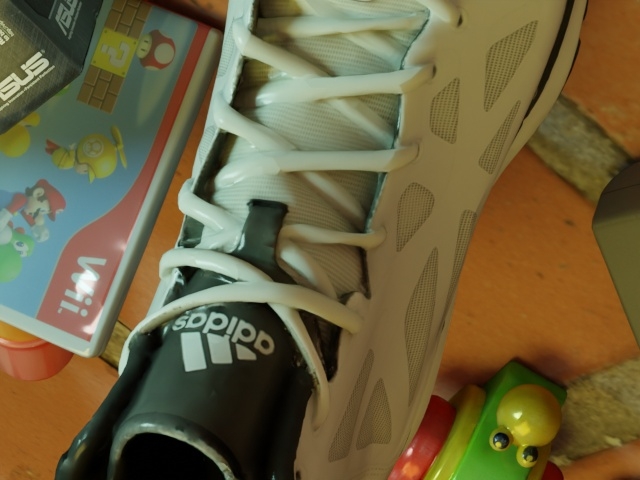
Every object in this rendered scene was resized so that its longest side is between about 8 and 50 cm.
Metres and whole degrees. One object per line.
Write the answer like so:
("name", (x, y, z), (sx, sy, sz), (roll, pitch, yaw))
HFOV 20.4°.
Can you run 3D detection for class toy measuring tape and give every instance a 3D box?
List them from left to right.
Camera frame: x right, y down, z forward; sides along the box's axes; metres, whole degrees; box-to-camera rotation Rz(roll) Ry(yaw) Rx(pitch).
("toy measuring tape", (0.078, 0.185, 1.225), (0.121, 0.121, 0.330), (31, 147, -4))

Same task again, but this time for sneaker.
("sneaker", (0.010, -0.020, 0.751), (0.169, 0.257, 0.448), (13, 115, 5))

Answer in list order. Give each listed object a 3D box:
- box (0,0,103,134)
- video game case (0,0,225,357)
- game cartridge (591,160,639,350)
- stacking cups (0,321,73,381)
("box", (-0.176, -0.177, 0.831), (0.056, 0.231, 0.183), (-35, 116, 21))
("video game case", (-0.221, -0.078, 1.042), (0.285, 0.204, 0.025), (22, -176, 9))
("game cartridge", (0.297, 0.029, 0.915), (0.294, 0.060, 0.196), (3, 142, 33))
("stacking cups", (-0.213, -0.001, 1.206), (0.096, 0.096, 0.316), (19, 145, 14))
